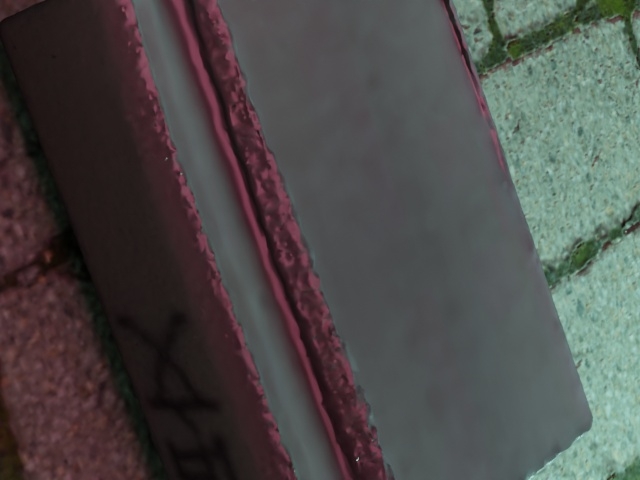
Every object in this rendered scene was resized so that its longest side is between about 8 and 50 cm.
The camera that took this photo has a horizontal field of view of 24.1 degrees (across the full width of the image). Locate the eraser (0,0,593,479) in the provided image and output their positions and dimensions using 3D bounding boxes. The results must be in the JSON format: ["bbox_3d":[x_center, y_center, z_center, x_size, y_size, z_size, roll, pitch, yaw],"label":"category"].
[{"bbox_3d":[0.000,0.000,0.867,0.272,0.122,0.359,-26,101,-43],"label":"eraser"}]
